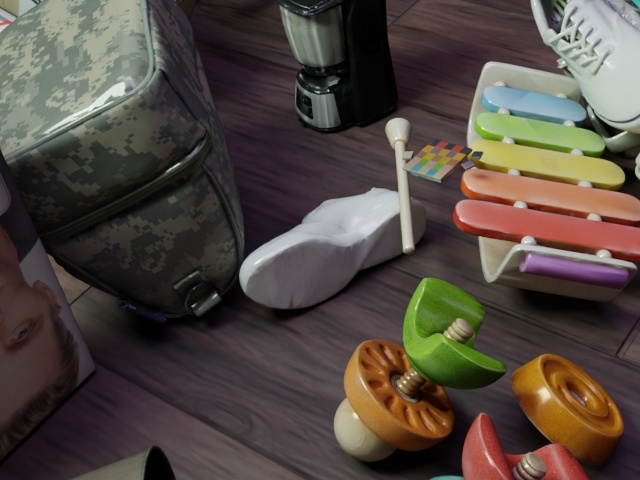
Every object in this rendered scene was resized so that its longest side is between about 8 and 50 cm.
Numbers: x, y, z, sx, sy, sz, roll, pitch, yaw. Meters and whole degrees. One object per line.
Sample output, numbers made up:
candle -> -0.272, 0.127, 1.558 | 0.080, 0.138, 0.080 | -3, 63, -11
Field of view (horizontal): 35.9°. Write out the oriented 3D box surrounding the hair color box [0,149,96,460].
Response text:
hair color box -> -0.322, 0.032, 0.808 | 0.105, 0.347, 0.174 | 22, 51, 30

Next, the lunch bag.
lunch bag -> -0.191, -0.094, 0.997 | 0.212, 0.256, 0.305 | -29, 40, 9

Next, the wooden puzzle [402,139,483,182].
wooden puzzle -> 0.113, -0.076, 0.945 | 0.049, 0.006, 0.083 | -42, 39, -24

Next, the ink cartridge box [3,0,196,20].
ink cartridge box -> -0.278, -0.299, 1.220 | 0.235, 0.193, 0.088 | 40, 57, 7

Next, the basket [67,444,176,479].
basket -> -0.210, 0.264, 0.690 | 0.227, 0.154, 0.204 | -15, 40, -1

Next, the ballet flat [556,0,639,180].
ballet flat -> 0.373, -0.118, 1.042 | 0.147, 0.147, 0.409 | -14, 39, -5

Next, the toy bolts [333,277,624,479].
toy bolts -> 0.121, 0.180, 0.769 | 0.218, 0.158, 0.228 | 28, 27, -19

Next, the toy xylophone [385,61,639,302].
toy xylophone -> 0.192, -0.058, 0.980 | 0.236, 0.081, 0.322 | 4, 43, -12

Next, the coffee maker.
coffee maker -> 0.041, -0.235, 1.165 | 0.171, 0.178, 0.120 | -11, 44, 1

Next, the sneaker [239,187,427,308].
sneaker -> 0.000, 0.000, 1.000 | 0.212, 0.080, 0.094 | -21, 38, -28

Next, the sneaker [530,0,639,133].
sneaker -> 0.280, -0.199, 1.027 | 0.091, 0.094, 0.258 | 20, 29, -25

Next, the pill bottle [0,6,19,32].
pill bottle -> -0.461, -0.237, 1.269 | 0.161, 0.161, 0.283 | -36, 48, -27

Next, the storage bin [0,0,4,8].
storage bin -> -0.378, -0.413, 1.373 | 0.260, 0.262, 0.123 | 15, 50, 25
